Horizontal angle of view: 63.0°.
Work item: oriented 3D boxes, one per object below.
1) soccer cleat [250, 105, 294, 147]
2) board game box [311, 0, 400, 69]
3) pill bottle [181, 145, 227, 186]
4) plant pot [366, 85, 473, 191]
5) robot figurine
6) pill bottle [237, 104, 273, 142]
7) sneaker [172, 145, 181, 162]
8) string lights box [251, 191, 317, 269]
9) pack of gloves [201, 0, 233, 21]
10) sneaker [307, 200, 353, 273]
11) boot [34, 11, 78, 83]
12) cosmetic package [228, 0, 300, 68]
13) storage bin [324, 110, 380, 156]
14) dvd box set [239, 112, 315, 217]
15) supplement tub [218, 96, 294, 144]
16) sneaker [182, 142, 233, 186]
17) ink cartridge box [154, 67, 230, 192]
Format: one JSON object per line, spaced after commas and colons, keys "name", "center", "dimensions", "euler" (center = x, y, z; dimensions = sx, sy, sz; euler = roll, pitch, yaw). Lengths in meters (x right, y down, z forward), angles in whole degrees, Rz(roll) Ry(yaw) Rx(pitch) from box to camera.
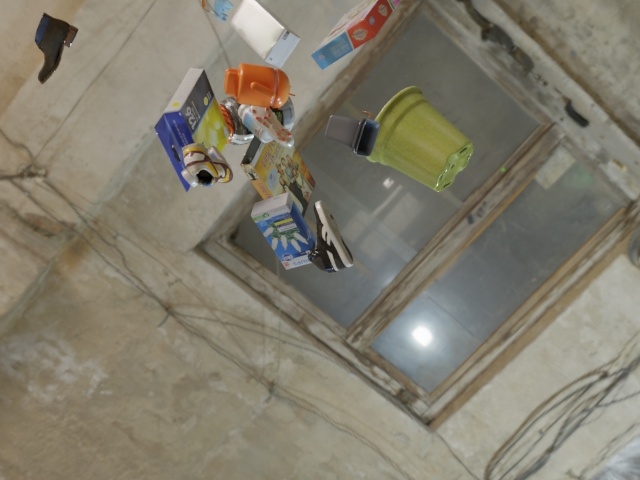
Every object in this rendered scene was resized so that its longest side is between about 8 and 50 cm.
{"name": "soccer cleat", "center": [-0.163, -0.382, 1.750], "dimensions": [0.196, 0.068, 0.076], "euler": [47, 174, 11]}
{"name": "board game box", "center": [0.128, -0.724, 1.746], "dimensions": [0.064, 0.242, 0.316], "euler": [48, -130, -23]}
{"name": "pill bottle", "center": [-0.383, -0.241, 1.714], "dimensions": [0.078, 0.137, 0.078], "euler": [52, -175, -7]}
{"name": "plant pot", "center": [0.321, -0.293, 1.626], "dimensions": [0.254, 0.276, 0.276], "euler": [41, -170, 22]}
{"name": "robot figurine", "center": [-0.191, -0.486, 1.650], "dimensions": [0.219, 0.128, 0.158], "euler": [3, 170, -17]}
{"name": "pill bottle", "center": [-0.228, -0.433, 1.896], "dimensions": [0.160, 0.087, 0.087], "euler": [45, -169, 25]}
{"name": "sneaker", "center": [-0.611, -0.426, 2.533], "dimensions": [0.228, 0.087, 0.130], "euler": [10, -142, -17]}
{"name": "string lights box", "center": [-0.113, -0.029, 1.783], "dimensions": [0.076, 0.133, 0.259], "euler": [-82, -31, -49]}
{"name": "pack of gloves", "center": [-0.330, -0.842, 1.729], "dimensions": [0.046, 0.195, 0.232], "euler": [5, -169, 8]}
{"name": "sneaker", "center": [0.000, 0.000, 1.559], "dimensions": [0.217, 0.121, 0.079], "euler": [64, -158, -3]}
{"name": "boot", "center": [-0.878, -0.615, 1.671], "dimensions": [0.106, 0.219, 0.082], "euler": [29, -166, -36]}
{"name": "cosmetic package", "center": [-0.175, -0.647, 1.613], "dimensions": [0.085, 0.117, 0.231], "euler": [6, -140, -55]}
{"name": "storage bin", "center": [0.073, -0.255, 1.211], "dimensions": [0.091, 0.098, 0.135], "euler": [21, -166, 16]}
{"name": "dvd box set", "center": [-0.165, -0.279, 2.210], "dimensions": [0.420, 0.062, 0.307], "euler": [58, -141, -42]}
{"name": "supplement tub", "center": [-0.298, -0.532, 2.255], "dimensions": [0.338, 0.207, 0.207], "euler": [-23, -124, -32]}
{"name": "sneaker", "center": [-0.263, -0.156, 1.235], "dimensions": [0.185, 0.070, 0.084], "euler": [32, -139, -64]}
{"name": "ink cartridge box", "center": [-0.427, -0.374, 1.795], "dimensions": [0.072, 0.307, 0.303], "euler": [5, 144, 13]}
